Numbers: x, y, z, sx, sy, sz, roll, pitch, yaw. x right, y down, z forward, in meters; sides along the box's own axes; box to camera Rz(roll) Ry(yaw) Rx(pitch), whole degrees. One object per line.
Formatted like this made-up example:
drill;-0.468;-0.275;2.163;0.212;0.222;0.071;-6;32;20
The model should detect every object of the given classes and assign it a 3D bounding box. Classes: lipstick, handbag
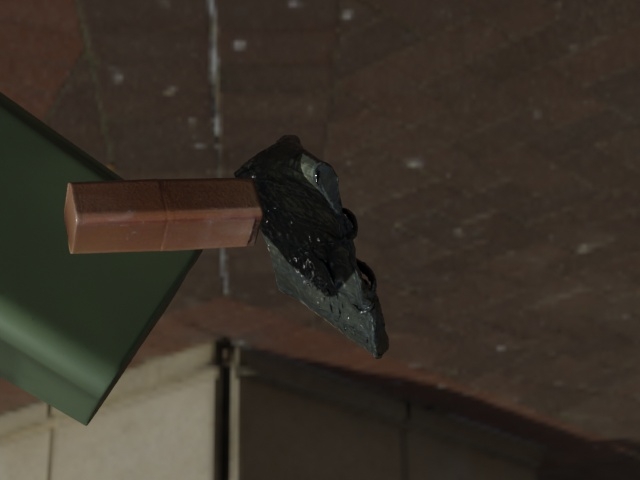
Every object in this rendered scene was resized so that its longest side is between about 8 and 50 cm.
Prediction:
lipstick;-0.121;-0.020;1.065;0.145;0.045;0.045;-2;141;-19
handbag;0.000;0.000;1.550;0.088;0.175;0.270;-31;126;-16

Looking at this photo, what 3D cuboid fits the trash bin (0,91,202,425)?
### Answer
trash bin;-0.311;-0.001;1.348;0.343;0.223;0.158;33;149;-4
